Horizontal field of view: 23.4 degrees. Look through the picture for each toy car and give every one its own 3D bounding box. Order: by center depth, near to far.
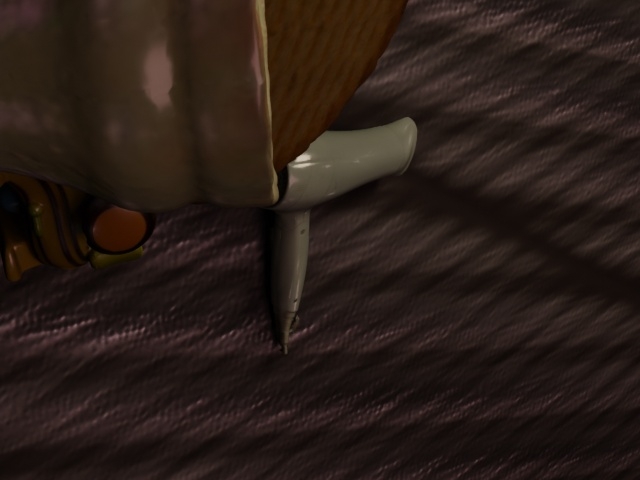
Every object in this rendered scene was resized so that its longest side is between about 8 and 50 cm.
[{"bbox_3d":[-0.216,-0.086,1.175,0.142,0.200,0.248,-15,125,-9],"label":"toy car"}]

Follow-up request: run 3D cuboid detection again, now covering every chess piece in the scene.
[{"bbox_3d":[-0.248,-0.119,0.960,0.442,0.234,0.234,-3,115,0],"label":"chess piece"}]

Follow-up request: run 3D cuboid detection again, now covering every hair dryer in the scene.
[{"bbox_3d":[0.000,0.000,1.501,0.206,0.075,0.237,-12,123,-47],"label":"hair dryer"}]

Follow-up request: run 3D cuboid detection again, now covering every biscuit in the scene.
[{"bbox_3d":[-0.027,-0.163,1.250,0.318,0.040,0.318,-42,159,-20],"label":"biscuit"}]
